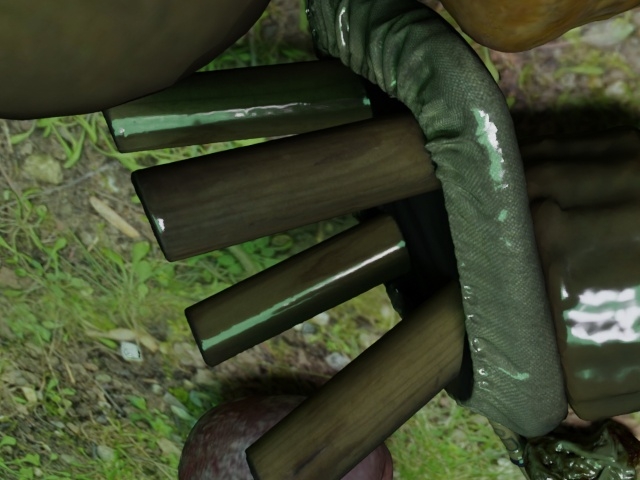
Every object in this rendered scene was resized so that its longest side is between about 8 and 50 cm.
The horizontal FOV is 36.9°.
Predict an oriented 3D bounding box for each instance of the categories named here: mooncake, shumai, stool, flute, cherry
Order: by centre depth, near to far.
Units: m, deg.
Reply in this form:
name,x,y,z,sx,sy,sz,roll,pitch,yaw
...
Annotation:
name,x,y,z,sx,sy,sz,roll,pitch,yaw
stool,0.000,0.000,0.692,0.226,0.310,0.311,-24,119,-10
mooncake,0.224,0.021,0.720,0.124,0.228,0.228,-13,122,15
shumai,0.270,0.220,0.951,0.123,0.099,0.087,24,115,-2
cherry,-0.023,0.274,1.016,0.285,0.213,0.236,18,123,18
flute,0.233,0.260,1.032,0.027,0.027,0.233,-18,119,30

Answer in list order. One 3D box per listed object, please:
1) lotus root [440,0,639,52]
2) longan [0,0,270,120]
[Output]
name,x,y,z,sx,sy,sz,roll,pitch,yaw
lotus root,0.149,-0.265,0.526,0.316,0.316,0.250,20,149,4
longan,-0.197,-0.257,0.581,0.404,0.405,0.336,22,162,2
